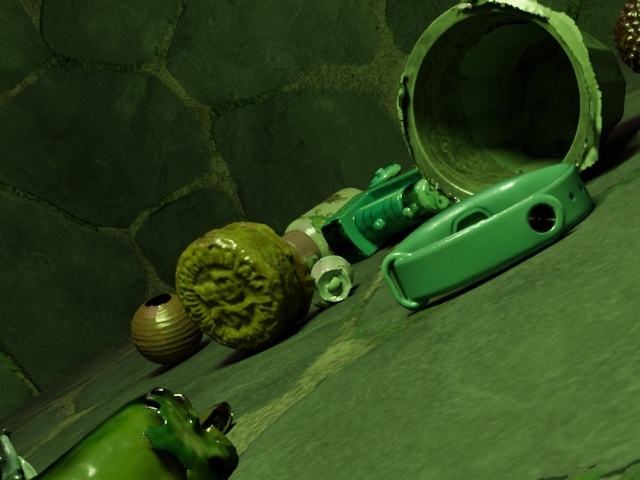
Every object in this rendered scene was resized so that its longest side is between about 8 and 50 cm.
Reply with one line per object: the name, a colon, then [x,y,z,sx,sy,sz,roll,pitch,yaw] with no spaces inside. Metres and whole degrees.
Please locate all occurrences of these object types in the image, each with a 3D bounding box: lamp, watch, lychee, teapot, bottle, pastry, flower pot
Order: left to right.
lamp: [-0.284,0.165,1.772,0.136,0.136,0.136,-31,4,3]
pastry: [-0.110,0.066,1.362,0.189,0.188,0.103,-28,9,35]
bottle: [0.000,0.000,1.812,0.253,0.120,0.120,-37,7,-41]
teapot: [0.014,0.066,1.389,0.083,0.064,0.064,-63,7,10]
watch: [0.177,-0.006,1.034,0.237,0.068,0.195,-27,7,-1]
flower pot: [0.282,-0.184,1.288,0.290,0.290,0.259,-28,-8,36]
lychee: [0.554,-0.337,1.511,0.188,0.188,0.188,-31,4,3]

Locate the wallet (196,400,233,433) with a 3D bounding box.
wallet: [-0.188,0.232,0.988,0.198,0.031,0.110,-29,5,25]

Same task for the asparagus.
asparagus: [-0.204,0.235,0.577,0.128,0.108,0.382,-34,2,45]

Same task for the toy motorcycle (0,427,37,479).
toy motorcycle: [-0.450,0.240,1.152,0.188,0.326,0.143,-11,23,-20]

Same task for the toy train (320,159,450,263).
toy train: [0.144,-0.066,1.633,0.194,0.120,0.298,-42,10,-31]

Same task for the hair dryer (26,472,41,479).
hair dryer: [-0.335,0.296,1.069,0.251,0.089,0.197,-22,-5,-42]
